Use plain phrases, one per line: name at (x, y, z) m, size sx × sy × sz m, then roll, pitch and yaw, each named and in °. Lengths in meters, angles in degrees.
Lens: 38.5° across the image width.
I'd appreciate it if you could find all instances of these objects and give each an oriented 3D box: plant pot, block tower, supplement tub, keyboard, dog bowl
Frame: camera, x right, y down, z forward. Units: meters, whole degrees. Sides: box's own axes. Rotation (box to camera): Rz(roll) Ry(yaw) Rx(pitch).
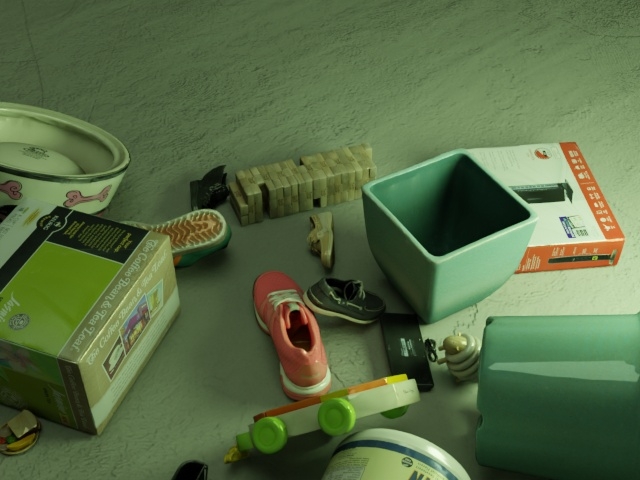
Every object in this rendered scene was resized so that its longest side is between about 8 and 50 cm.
plant pot at (0.433, 0.263, 1.512) m, size 0.334 × 0.341 × 0.341 m, roll 2°, pitch 43°, yaw 14°
block tower at (-0.032, -0.128, 2.061) m, size 0.336 × 0.091 × 0.097 m, roll -15°, pitch 47°, yaw -15°
supplement tub at (0.077, 0.467, 1.337) m, size 0.235 × 0.235 × 0.325 m, roll 15°, pitch 46°, yaw 15°
plant pot at (0.241, 0.016, 1.796) m, size 0.248 × 0.252 × 0.247 m, roll -22°, pitch 48°, yaw -21°
keyboard at (0.175, 0.211, 1.753) m, size 0.108 × 0.023 × 0.180 m, roll 4°, pitch 44°, yaw -13°
dog bowl at (-0.621, -0.154, 1.948) m, size 0.408 × 0.150 × 0.408 m, roll 15°, pitch 22°, yaw -6°

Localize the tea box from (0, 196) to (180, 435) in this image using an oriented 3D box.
tea box at (-0.480, 0.130, 1.693) m, size 0.324 × 0.220 × 0.329 m, roll 15°, pitch 46°, yaw 16°

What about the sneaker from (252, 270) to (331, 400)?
sneaker at (-0.049, 0.147, 1.739) m, size 0.116 × 0.136 × 0.314 m, roll -13°, pitch 45°, yaw -14°

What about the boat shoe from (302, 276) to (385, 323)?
boat shoe at (0.061, 0.110, 1.769) m, size 0.206 × 0.065 × 0.075 m, roll 11°, pitch 38°, yaw -41°

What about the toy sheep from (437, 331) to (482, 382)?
toy sheep at (0.272, 0.220, 1.693) m, size 0.091 × 0.132 × 0.091 m, roll -34°, pitch 32°, yaw 25°

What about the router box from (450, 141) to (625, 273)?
router box at (0.463, -0.075, 2.015) m, size 0.301 × 0.082 × 0.335 m, roll -5°, pitch 44°, yaw -5°

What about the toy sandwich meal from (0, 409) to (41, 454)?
toy sandwich meal at (-0.534, 0.338, 1.612) m, size 0.086 × 0.029 × 0.085 m, roll 0°, pitch 44°, yaw 0°

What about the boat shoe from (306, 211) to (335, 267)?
boat shoe at (0.000, 0.000, 1.952) m, size 0.059 × 0.063 × 0.170 m, roll -3°, pitch 34°, yaw 0°

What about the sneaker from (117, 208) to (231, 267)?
sneaker at (-0.332, 0.017, 1.901) m, size 0.302 × 0.121 × 0.108 m, roll -10°, pitch 68°, yaw 2°

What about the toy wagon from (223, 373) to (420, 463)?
toy wagon at (-0.013, 0.296, 1.509) m, size 0.344 × 0.267 × 0.068 m, roll -19°, pitch 78°, yaw 22°

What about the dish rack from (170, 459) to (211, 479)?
dish rack at (-0.134, 0.480, 1.438) m, size 0.272 × 0.074 × 0.208 m, roll 14°, pitch 46°, yaw 14°

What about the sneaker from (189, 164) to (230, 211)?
sneaker at (-0.245, -0.102, 2.057) m, size 0.089 × 0.051 × 0.170 m, roll -11°, pitch 41°, yaw -3°
